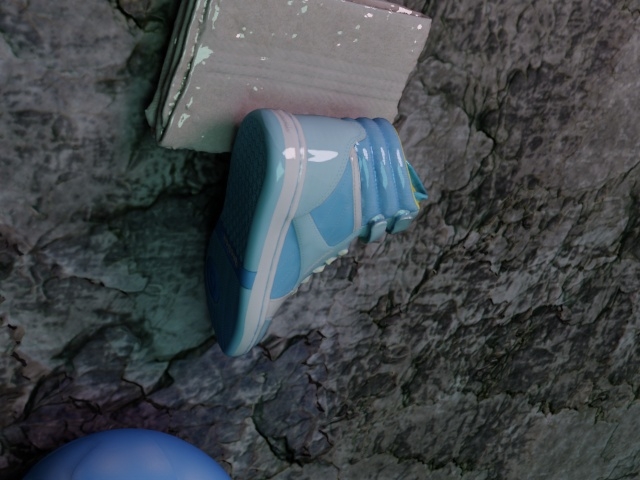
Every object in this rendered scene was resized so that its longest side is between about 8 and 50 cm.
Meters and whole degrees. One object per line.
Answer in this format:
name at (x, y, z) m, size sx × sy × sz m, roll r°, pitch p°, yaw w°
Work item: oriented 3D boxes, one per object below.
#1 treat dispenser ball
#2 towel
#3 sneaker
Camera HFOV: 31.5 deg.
treat dispenser ball at (-0.209, 0.346, 1.209) m, size 0.288 × 0.288 × 0.288 m, roll -16°, pitch 126°, yaw -22°
towel at (-0.030, -0.168, 1.147) m, size 0.282 × 0.049 × 0.187 m, roll 5°, pitch 118°, yaw -35°
sneaker at (0.000, 0.000, 1.188) m, size 0.208 × 0.127 × 0.319 m, roll -5°, pitch 139°, yaw -24°
